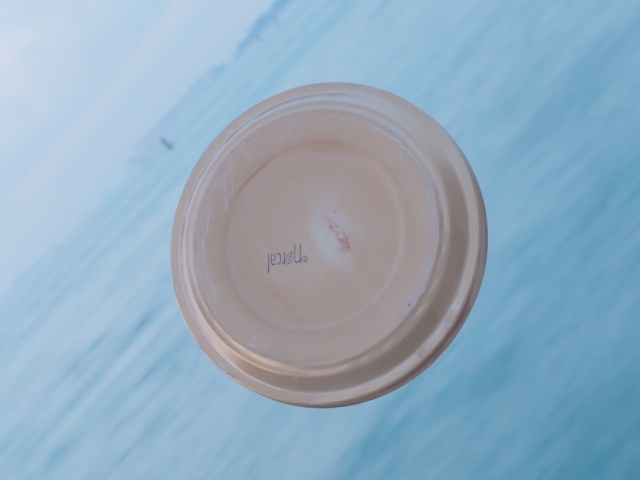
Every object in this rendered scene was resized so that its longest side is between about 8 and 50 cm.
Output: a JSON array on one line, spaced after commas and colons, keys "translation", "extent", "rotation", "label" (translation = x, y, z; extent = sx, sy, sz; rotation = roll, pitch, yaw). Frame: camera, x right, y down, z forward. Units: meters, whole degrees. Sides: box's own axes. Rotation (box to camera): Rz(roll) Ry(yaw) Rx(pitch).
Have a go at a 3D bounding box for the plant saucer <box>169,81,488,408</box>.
[{"translation": [0.000, 0.000, 0.393], "extent": [0.083, 0.083, 0.013], "rotation": [-45, -23, 6], "label": "plant saucer"}]
